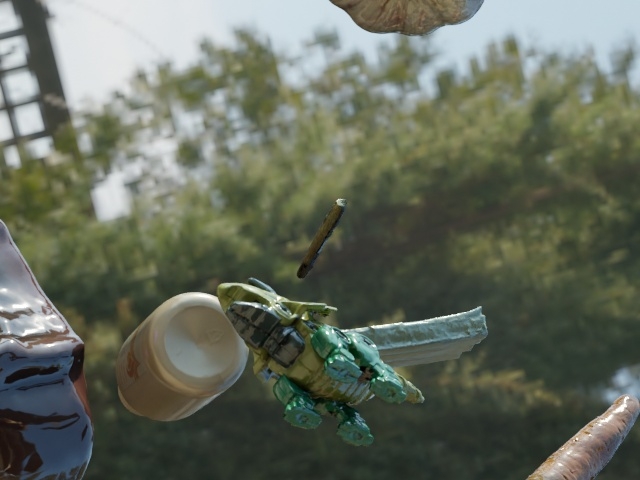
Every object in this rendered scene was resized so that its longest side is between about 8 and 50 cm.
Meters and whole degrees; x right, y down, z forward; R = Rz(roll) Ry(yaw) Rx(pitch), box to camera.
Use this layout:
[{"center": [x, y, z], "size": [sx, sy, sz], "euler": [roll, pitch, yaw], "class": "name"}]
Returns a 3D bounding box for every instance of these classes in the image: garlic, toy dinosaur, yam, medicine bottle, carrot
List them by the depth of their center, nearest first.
[{"center": [0.020, 0.121, 1.514], "size": [0.259, 0.094, 0.153], "euler": [30, 17, -34], "class": "toy dinosaur"}, {"center": [0.241, 0.193, 1.520], "size": [0.047, 0.191, 0.047], "euler": [27, -42, 28], "class": "carrot"}, {"center": [0.000, 0.000, 1.663], "size": [0.107, 0.014, 0.014], "euler": [-60, -139, 35], "class": "yam"}, {"center": [-0.164, 0.139, 1.828], "size": [0.252, 0.114, 0.114], "euler": [-42, -116, 65], "class": "medicine bottle"}, {"center": [0.109, -0.396, 2.247], "size": [0.253, 0.245, 0.245], "euler": [-101, -179, -70], "class": "garlic"}]

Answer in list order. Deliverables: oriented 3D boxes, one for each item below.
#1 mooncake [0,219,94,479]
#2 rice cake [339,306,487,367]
[{"center": [-0.371, 0.126, 1.736], "size": [0.326, 0.174, 0.334], "euler": [13, -75, 47], "class": "mooncake"}, {"center": [0.075, 0.116, 1.857], "size": [0.124, 0.211, 0.038], "euler": [133, -54, -65], "class": "rice cake"}]
